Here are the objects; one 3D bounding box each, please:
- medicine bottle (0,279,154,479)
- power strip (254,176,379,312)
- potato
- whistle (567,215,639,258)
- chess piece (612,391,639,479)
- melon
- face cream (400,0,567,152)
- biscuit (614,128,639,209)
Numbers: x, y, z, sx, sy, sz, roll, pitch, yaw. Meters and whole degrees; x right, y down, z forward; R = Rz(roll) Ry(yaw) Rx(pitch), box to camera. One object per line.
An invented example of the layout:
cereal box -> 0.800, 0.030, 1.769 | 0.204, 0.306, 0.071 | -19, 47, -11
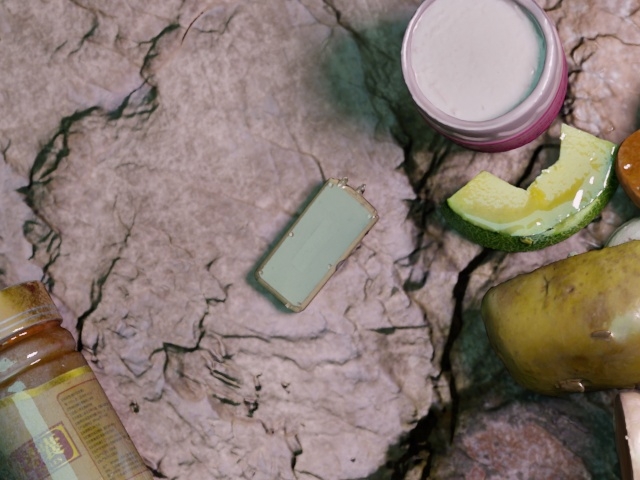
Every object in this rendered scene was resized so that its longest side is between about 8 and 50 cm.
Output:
medicine bottle -> -0.311, 0.219, 1.904 | 0.151, 0.151, 0.322 | -32, 82, 7
power strip -> 0.000, 0.000, 1.924 | 0.076, 0.028, 0.169 | 41, 96, 10
potato -> 0.305, 0.103, 1.780 | 0.271, 0.111, 0.160 | -17, 113, 21
whistle -> 0.328, 0.044, 1.848 | 0.258, 0.067, 0.126 | -15, 97, 13
chess piece -> 0.453, 0.219, 1.791 | 0.260, 0.143, 0.143 | -7, 86, 2
melon -> 0.247, -0.055, 1.870 | 0.209, 0.064, 0.118 | -35, 77, 4
face cream -> 0.182, -0.189, 1.818 | 0.175, 0.195, 0.175 | 0, 88, 10
biscuit -> 0.461, -0.122, 1.821 | 0.290, 0.041, 0.208 | -29, 65, -4
